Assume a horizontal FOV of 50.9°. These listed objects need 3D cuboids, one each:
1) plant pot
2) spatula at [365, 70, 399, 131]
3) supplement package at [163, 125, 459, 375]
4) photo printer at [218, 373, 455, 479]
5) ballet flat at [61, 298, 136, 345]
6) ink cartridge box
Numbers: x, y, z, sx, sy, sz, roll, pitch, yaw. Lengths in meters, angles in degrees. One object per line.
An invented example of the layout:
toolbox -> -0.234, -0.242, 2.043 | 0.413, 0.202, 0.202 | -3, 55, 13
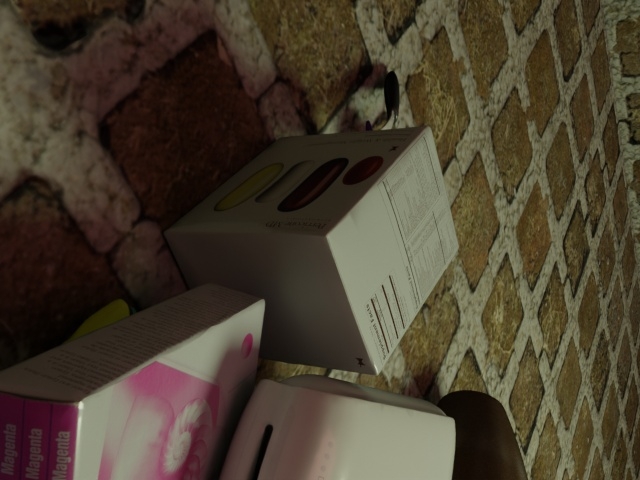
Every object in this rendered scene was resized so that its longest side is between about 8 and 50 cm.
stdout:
plant pot -> 0.221, 0.351, 1.011 | 0.215, 0.215, 0.231 | 62, 31, -36
spatula -> 0.079, -0.144, 0.842 | 0.297, 0.030, 0.084 | -72, 162, -52
supplement package -> 0.000, 0.000, 0.664 | 0.203, 0.194, 0.149 | -48, 128, -43
photo printer -> 0.015, 0.255, 0.596 | 0.307, 0.107, 0.256 | 31, 68, -55
ballet flat -> -0.200, 0.151, 0.500 | 0.077, 0.077, 0.231 | 20, 77, -36
ink cartridge box -> -0.149, 0.221, 0.457 | 0.330, 0.071, 0.325 | -26, 127, -68
